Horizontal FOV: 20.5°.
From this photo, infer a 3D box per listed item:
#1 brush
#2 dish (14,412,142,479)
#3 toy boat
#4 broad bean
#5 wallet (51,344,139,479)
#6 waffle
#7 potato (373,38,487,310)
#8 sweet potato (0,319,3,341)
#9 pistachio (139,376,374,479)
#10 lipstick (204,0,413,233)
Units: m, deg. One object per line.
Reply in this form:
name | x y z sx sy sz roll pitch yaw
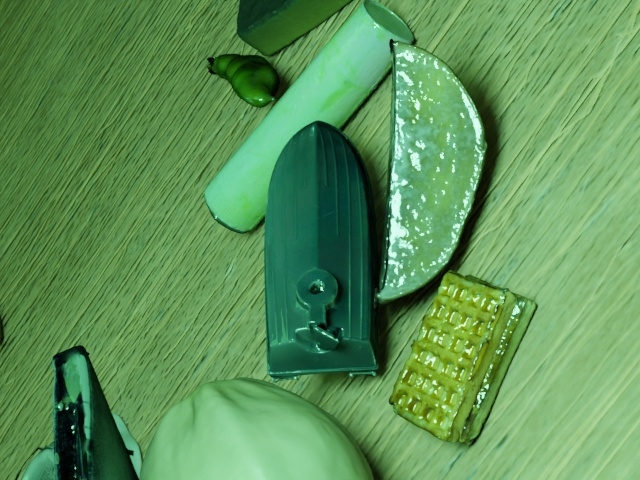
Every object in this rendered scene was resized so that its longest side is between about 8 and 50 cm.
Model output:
brush | -0.020 -0.312 2.077 0.197 0.059 0.123 -31 44 42
dish | -0.302 0.302 2.062 0.229 0.081 0.229 -33 45 40
toy boat | 0.000 0.003 1.772 0.122 0.114 0.296 83 -175 -57
broad bean | -0.084 -0.193 2.076 0.297 0.060 0.043 -133 29 -72
wallet | -0.182 0.283 1.690 0.046 0.379 0.191 -16 45 0
waffle | 0.127 0.106 1.606 0.102 0.042 0.148 22 88 56
potato | 0.111 -0.058 1.721 0.120 0.100 0.261 37 -124 -82
sweet potato | -0.468 0.105 2.472 0.041 0.038 0.153 -41 31 -4
pistachio | -0.046 0.253 1.620 0.332 0.207 0.226 42 148 53
lipstick | -0.019 -0.132 1.943 0.304 0.076 0.076 -50 36 25
